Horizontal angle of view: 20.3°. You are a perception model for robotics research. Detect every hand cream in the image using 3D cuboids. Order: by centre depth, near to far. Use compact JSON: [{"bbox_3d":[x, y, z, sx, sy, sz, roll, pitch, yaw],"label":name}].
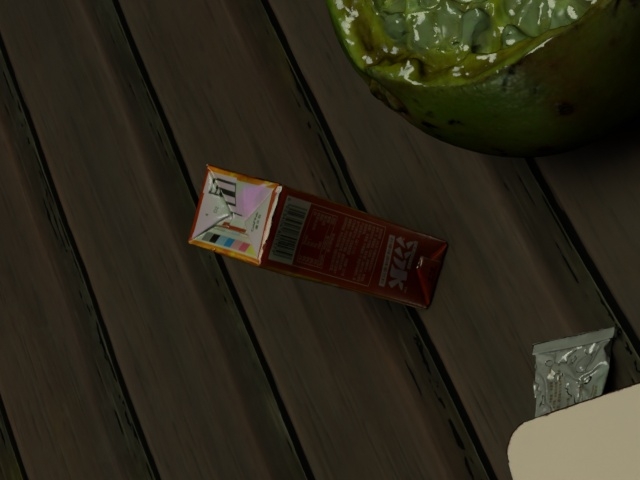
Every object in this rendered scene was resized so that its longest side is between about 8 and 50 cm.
[{"bbox_3d":[0.209,0.193,1.421,0.084,0.050,0.257,-21,62,38],"label":"hand cream"}]

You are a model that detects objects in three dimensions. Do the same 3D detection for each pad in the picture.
[{"bbox_3d":[0.252,0.241,1.348,0.181,0.004,0.267,-21,69,16],"label":"pad"}]

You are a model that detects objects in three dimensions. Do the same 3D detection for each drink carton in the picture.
[{"bbox_3d":[0.000,0.000,1.533,0.096,0.223,0.071,16,90,43],"label":"drink carton"}]

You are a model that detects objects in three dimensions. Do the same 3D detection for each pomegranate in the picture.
[{"bbox_3d":[0.183,-0.215,1.462,0.358,0.216,0.309,-42,48,-14],"label":"pomegranate"}]
